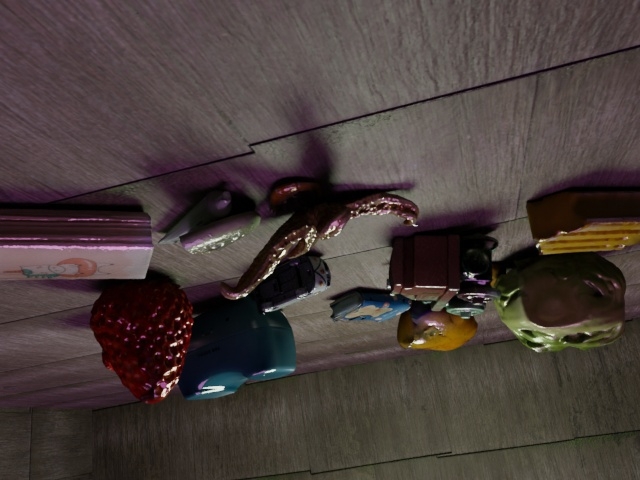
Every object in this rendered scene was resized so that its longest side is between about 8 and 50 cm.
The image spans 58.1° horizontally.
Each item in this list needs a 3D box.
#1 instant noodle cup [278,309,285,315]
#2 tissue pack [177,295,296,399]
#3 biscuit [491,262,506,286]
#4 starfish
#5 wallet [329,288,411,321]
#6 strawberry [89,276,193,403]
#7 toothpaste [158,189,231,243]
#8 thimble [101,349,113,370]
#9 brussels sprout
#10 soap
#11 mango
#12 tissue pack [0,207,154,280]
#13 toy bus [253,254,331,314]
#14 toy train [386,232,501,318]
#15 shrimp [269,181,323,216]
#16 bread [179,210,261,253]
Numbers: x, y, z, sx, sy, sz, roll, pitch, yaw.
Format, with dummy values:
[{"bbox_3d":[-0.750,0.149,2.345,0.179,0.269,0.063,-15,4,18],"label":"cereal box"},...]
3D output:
[{"bbox_3d":[-0.162,0.267,1.574,0.152,0.122,0.151,-8,146,-6],"label":"instant noodle cup"},{"bbox_3d":[-0.214,0.259,1.413,0.287,0.206,0.198,-22,158,23],"label":"tissue pack"},{"bbox_3d":[0.353,0.112,1.505,0.262,0.037,0.262,-8,162,-3],"label":"biscuit"},{"bbox_3d":[-0.002,-0.011,0.893,0.327,0.094,0.375,-22,178,-3],"label":"starfish"},{"bbox_3d":[0.133,0.179,1.576,0.202,0.059,0.141,7,150,-41],"label":"wallet"},{"bbox_3d":[-0.349,0.200,1.150,0.205,0.244,0.205,-10,159,-4],"label":"strawberry"},{"bbox_3d":[-0.186,-0.029,0.876,0.064,0.041,0.218,-7,167,-35],"label":"toothpaste"},{"bbox_3d":[-0.457,0.254,1.451,0.190,0.125,0.163,-19,155,31],"label":"thimble"},{"bbox_3d":[0.589,0.153,1.405,0.328,0.247,0.328,-15,160,-6],"label":"brussels sprout"},{"bbox_3d":[0.494,-0.032,1.073,0.258,0.080,0.160,-1,159,-18],"label":"soap"},{"bbox_3d":[0.348,0.245,1.707,0.201,0.152,0.287,-18,159,36],"label":"mango"},{"bbox_3d":[-0.418,0.011,0.839,0.326,0.071,0.170,0,161,-23],"label":"tissue pack"},{"bbox_3d":[-0.057,0.090,1.205,0.089,0.087,0.194,1,160,-44],"label":"toy bus"},{"bbox_3d":[0.254,0.077,1.223,0.222,0.150,0.304,1,163,4],"label":"toy train"},{"bbox_3d":[-0.038,-0.061,0.862,0.083,0.023,0.114,-7,163,-17],"label":"shrimp"},{"bbox_3d":[-0.140,-0.010,0.877,0.112,0.036,0.193,-24,180,-3],"label":"bread"}]
